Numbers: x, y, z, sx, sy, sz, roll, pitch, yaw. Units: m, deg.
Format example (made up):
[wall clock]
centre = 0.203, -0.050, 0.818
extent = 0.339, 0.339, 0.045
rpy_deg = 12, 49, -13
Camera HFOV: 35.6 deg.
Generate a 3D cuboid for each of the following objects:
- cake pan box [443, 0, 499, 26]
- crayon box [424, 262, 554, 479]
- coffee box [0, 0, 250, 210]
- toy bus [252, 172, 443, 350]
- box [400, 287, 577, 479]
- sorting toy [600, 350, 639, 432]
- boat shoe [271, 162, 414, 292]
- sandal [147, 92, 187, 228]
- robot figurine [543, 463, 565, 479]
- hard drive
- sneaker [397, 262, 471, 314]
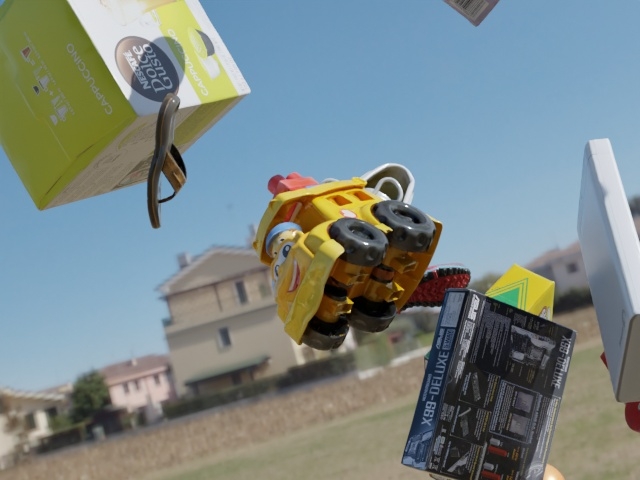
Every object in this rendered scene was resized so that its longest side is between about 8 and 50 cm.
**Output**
[cake pan box]
centre = 0.246, -0.525, 1.655
extent = 0.246, 0.267, 0.070
rpy_deg = -50, 5, 38
[crayon box]
centre = 0.340, 0.280, 1.995
extent = 0.106, 0.363, 0.313
rpy_deg = 25, 49, 32
[coffee box]
centre = -0.410, -0.308, 1.891
extent = 0.338, 0.338, 0.334
rpy_deg = -34, -6, 36
[toy bus]
centre = 0.000, 0.000, 1.153
extent = 0.220, 0.211, 0.149
rpy_deg = -16, -42, -52
[box]
centre = 0.290, 0.260, 1.681
extent = 0.242, 0.307, 0.076
rpy_deg = 20, -12, -25
[sorting toy]
centre = 0.605, 0.216, 1.735
extent = 0.089, 0.255, 0.257
rpy_deg = 21, -65, -19
[boat shoe]
centre = 0.056, -0.025, 1.404
extent = 0.367, 0.136, 0.156
rpy_deg = -41, -21, -56
[sandal]
centre = -0.235, -0.120, 1.563
extent = 0.060, 0.219, 0.090
rpy_deg = 11, 12, -6
[robot figurine]
centre = 0.452, 0.549, 2.074
extent = 0.128, 0.219, 0.158
rpy_deg = 15, 44, 34
[hard drive]
centre = 0.464, 0.044, 1.580
extent = 0.047, 0.353, 0.233
rpy_deg = -5, -41, 5
[sneaker]
centre = 0.195, 0.082, 2.181
extent = 0.261, 0.125, 0.104
rpy_deg = -13, -52, -3
